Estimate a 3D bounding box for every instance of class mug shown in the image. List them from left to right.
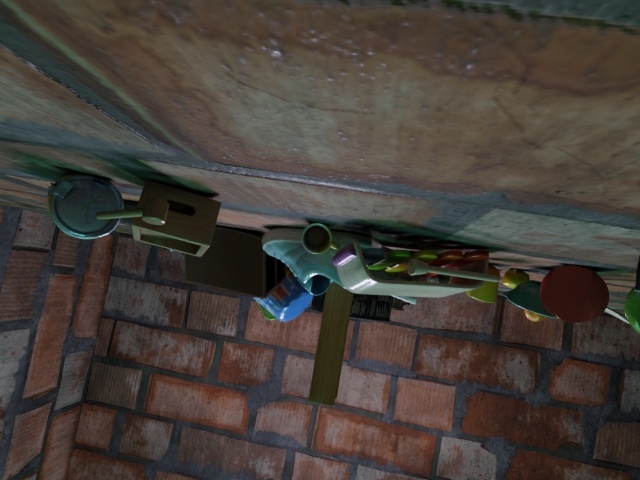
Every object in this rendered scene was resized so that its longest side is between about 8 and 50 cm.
[{"bbox_3d":[-0.004,0.000,0.879,0.078,0.062,0.064,55,180,-4],"label":"mug"}]

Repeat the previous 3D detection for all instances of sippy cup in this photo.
[{"bbox_3d":[-0.147,0.167,1.544,0.224,0.240,0.305,45,170,23],"label":"sippy cup"}]

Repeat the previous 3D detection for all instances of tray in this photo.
[{"bbox_3d":[0.042,0.211,1.150,0.076,0.412,0.203,10,175,4],"label":"tray"}]

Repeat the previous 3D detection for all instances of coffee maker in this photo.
[{"bbox_3d":[0.284,0.189,1.711,0.120,0.179,0.171,15,170,-27],"label":"coffee maker"}]

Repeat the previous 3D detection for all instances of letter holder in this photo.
[{"bbox_3d":[-0.279,0.039,1.371,0.301,0.215,0.152,9,-159,20],"label":"letter holder"}]

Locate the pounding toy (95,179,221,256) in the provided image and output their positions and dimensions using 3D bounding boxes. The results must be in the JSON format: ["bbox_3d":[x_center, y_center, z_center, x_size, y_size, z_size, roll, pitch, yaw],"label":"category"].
[{"bbox_3d":[-0.266,-0.054,0.706,0.180,0.094,0.206,17,163,-19],"label":"pounding toy"}]

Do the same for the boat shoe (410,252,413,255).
[{"bbox_3d":[0.227,0.081,1.171,0.104,0.090,0.285,13,173,-23],"label":"boat shoe"}]

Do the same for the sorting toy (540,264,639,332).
[{"bbox_3d":[0.638,0.110,0.820,0.365,0.127,0.126,9,-162,30],"label":"sorting toy"}]

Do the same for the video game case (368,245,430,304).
[{"bbox_3d":[0.183,0.077,0.996,0.143,0.019,0.157,20,-143,22],"label":"video game case"}]

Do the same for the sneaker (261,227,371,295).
[{"bbox_3d":[-0.038,0.053,1.025,0.135,0.150,0.365,16,171,-37],"label":"sneaker"}]

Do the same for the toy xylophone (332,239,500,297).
[{"bbox_3d":[0.198,0.056,0.821,0.322,0.081,0.236,8,162,-26],"label":"toy xylophone"}]

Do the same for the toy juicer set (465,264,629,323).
[{"bbox_3d":[0.516,0.139,1.009,0.328,0.090,0.209,15,-168,14],"label":"toy juicer set"}]

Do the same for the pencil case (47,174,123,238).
[{"bbox_3d":[-0.472,-0.061,0.836,0.124,0.114,0.273,24,168,-28],"label":"pencil case"}]

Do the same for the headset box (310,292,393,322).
[{"bbox_3d":[0.105,0.151,1.437,0.292,0.218,0.110,11,174,-25],"label":"headset box"}]

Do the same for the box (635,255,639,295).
[{"bbox_3d":[0.600,0.074,0.603,0.232,0.059,0.183,6,174,41],"label":"box"}]

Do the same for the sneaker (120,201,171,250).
[{"bbox_3d":[-0.412,-0.033,1.066,0.267,0.106,0.101,11,176,5],"label":"sneaker"}]

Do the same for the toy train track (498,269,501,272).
[{"bbox_3d":[0.464,0.084,1.182,0.083,0.014,0.048,6,174,26],"label":"toy train track"}]

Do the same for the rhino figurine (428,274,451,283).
[{"bbox_3d":[0.320,0.104,1.346,0.106,0.073,0.243,15,174,-22],"label":"rhino figurine"}]
